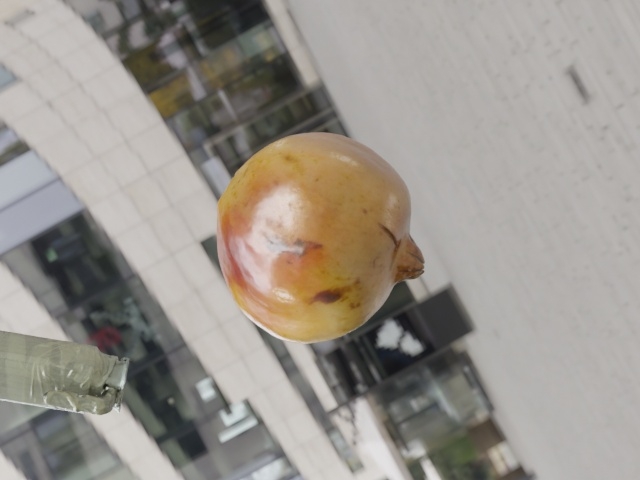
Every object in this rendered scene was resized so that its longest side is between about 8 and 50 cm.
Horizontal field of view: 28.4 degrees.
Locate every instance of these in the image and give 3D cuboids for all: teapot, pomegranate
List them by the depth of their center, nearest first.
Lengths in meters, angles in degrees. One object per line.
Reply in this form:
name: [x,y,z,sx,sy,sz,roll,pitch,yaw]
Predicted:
pomegranate: [-0.005,-0.004,1.256,0.209,0.209,0.209,61,-179,-2]
teapot: [-0.329,0.161,1.494,0.107,0.200,0.077,-107,29,-70]
